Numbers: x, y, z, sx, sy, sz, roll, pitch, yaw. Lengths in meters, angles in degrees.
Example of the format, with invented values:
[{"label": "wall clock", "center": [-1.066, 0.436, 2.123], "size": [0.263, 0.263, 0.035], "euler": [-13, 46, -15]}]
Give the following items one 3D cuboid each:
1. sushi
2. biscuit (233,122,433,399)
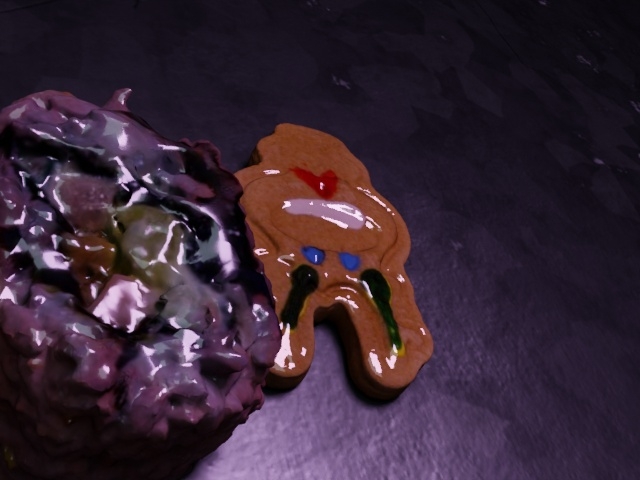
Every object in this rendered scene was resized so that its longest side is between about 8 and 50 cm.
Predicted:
[{"label": "sushi", "center": [-0.151, 0.039, 0.516], "size": [0.236, 0.171, 0.270], "euler": [-6, 56, -35]}, {"label": "biscuit", "center": [0.000, 0.000, 0.740], "size": [0.201, 0.047, 0.334], "euler": [13, 43, -19]}]
